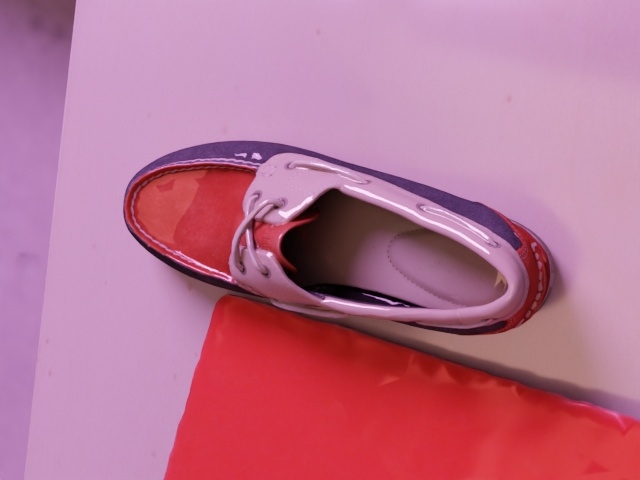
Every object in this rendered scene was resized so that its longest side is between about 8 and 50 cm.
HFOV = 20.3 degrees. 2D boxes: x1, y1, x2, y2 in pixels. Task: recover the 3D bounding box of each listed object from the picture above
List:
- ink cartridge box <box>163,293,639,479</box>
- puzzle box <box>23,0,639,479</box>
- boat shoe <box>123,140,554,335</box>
[{"bbox_3d":[0.030,0.229,0.456,0.308,0.091,0.385,17,85,21],"label":"ink cartridge box"},{"bbox_3d":[0.032,0.101,0.576,0.272,0.052,0.409,11,99,17],"label":"puzzle box"},{"bbox_3d":[0.000,0.000,0.526,0.137,0.043,0.049,13,99,19],"label":"boat shoe"}]
